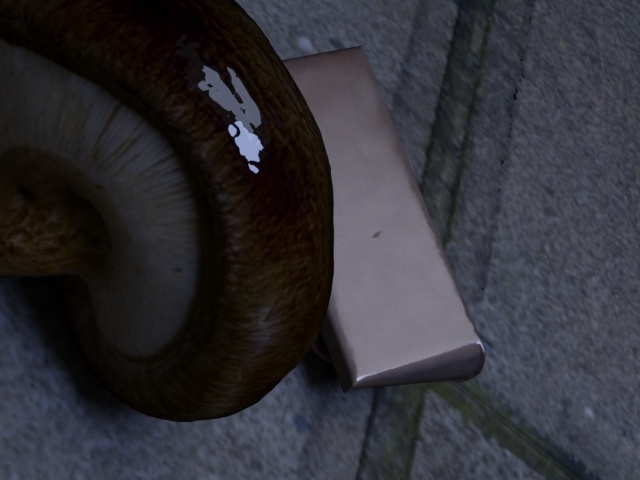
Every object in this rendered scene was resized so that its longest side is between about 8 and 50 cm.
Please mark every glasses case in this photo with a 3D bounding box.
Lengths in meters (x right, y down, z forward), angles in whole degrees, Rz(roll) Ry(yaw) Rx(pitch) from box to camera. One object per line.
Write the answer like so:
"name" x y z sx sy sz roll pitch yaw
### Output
"glasses case" 0.000 0.000 1.033 0.102 0.070 0.193 -13 70 -23

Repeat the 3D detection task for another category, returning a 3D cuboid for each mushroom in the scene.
"mushroom" -0.076 -0.037 0.856 0.231 0.194 0.138 60 35 -8
